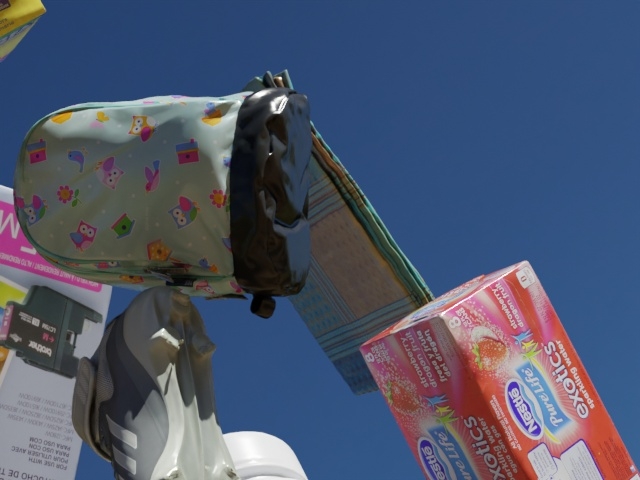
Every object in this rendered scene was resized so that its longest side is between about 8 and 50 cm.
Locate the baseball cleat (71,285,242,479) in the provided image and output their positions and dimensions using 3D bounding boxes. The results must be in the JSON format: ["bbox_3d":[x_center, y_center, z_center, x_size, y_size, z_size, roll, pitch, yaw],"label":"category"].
[{"bbox_3d":[-0.100,0.132,1.012,0.072,0.206,0.109,21,-40,-34],"label":"baseball cleat"}]

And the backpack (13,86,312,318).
[{"bbox_3d":[-0.102,-0.033,1.082,0.182,0.152,0.115,0,-12,15],"label":"backpack"}]

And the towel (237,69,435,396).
[{"bbox_3d":[0.000,0.000,1.849,0.040,0.370,0.271,-37,5,-26],"label":"towel"}]

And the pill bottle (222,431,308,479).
[{"bbox_3d":[-0.035,0.302,1.406,0.161,0.283,0.161,-13,-49,-15],"label":"pill bottle"}]

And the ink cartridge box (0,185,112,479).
[{"bbox_3d":[-0.251,0.113,1.140,0.186,0.311,0.065,19,-15,-31],"label":"ink cartridge box"}]

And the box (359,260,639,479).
[{"bbox_3d":[0.163,0.165,1.474,0.128,0.257,0.123,-29,2,-40],"label":"box"}]

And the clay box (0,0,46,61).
[{"bbox_3d":[-0.248,-0.120,1.049,0.127,0.053,0.222,-32,8,-16],"label":"clay box"}]
